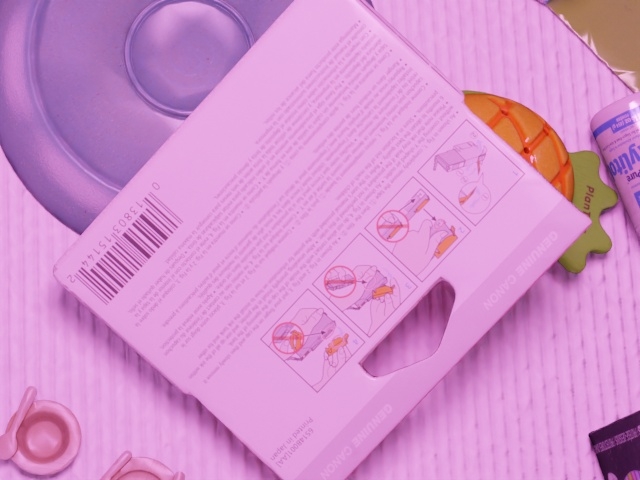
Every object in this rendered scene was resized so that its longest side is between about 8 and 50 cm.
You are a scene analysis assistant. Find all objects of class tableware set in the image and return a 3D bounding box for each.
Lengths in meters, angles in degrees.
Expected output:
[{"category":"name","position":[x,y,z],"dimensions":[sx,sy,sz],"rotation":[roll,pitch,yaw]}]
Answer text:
[{"category":"tableware set","position":[-0.190,0.199,1.230],"dimensions":[0.169,0.020,0.141],"rotation":[29,75,2]}]

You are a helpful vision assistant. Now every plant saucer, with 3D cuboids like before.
[{"category":"plant saucer","position":[-0.101,-0.139,1.311],"dimensions":[0.317,0.044,0.317],"rotation":[2,75,-6]}]

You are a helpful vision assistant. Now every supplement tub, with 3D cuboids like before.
[{"category":"supplement tub","position":[0.261,-0.059,1.316],"dimensions":[0.071,0.071,0.107],"rotation":[-20,78,-11]}]

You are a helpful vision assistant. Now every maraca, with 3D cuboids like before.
[{"category":"maraca","position":[0.148,-0.045,1.290],"dimensions":[0.186,0.099,0.127],"rotation":[22,67,-20]}]

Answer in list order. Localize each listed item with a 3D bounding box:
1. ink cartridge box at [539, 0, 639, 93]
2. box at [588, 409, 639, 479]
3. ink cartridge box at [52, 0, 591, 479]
[{"category":"ink cartridge box","position":[0.251,-0.262,1.352],"dimensions":[0.189,0.097,0.255],"rotation":[-43,84,-14]},{"category":"box","position":[0.318,0.234,1.202],"dimensions":[0.143,0.165,0.270],"rotation":[-17,78,-11]},{"category":"ink cartridge box","position":[0.000,0.000,1.224],"dimensions":[0.261,0.066,0.296],"rotation":[43,98,-3]}]
